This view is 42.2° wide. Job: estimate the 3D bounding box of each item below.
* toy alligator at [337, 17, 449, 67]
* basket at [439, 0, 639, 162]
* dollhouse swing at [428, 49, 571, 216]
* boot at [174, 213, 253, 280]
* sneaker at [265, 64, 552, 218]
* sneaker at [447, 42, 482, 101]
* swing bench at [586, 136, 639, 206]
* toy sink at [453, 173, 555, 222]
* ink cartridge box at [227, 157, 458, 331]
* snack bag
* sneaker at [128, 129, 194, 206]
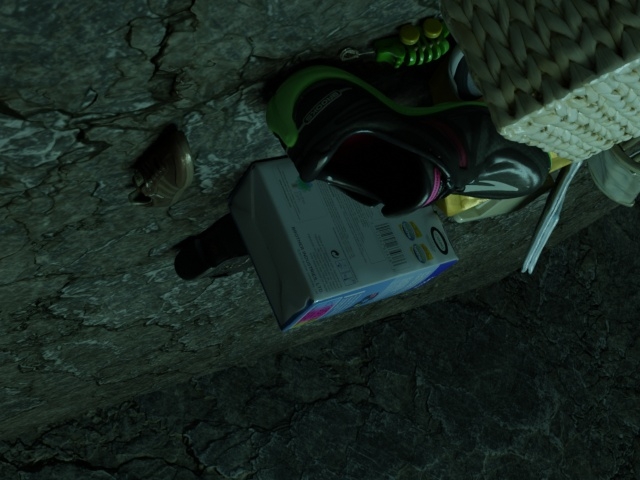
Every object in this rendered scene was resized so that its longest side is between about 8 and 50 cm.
[{"bbox_3d":[0.119,-0.270,1.183,0.190,0.051,0.056,-20,164,-16],"label":"toy alligator"},{"bbox_3d":[0.295,-0.281,0.896,0.266,0.331,0.328,-30,164,27],"label":"basket"},{"bbox_3d":[0.316,-0.265,1.502,0.347,0.305,0.315,-24,-154,-3],"label":"dollhouse swing"},{"bbox_3d":[-0.157,0.011,1.681,0.263,0.091,0.229,-25,171,15],"label":"boot"},{"bbox_3d":[0.145,-0.111,1.241,0.483,0.202,0.185,6,141,-26],"label":"sneaker"},{"bbox_3d":[0.286,-0.268,1.192,0.101,0.153,0.268,-9,148,-31],"label":"sneaker"},{"bbox_3d":[0.674,-0.236,1.764,0.254,0.165,0.253,-55,164,-5],"label":"swing bench"},{"bbox_3d":[0.381,-0.147,1.824,0.234,0.153,0.131,-10,159,-41],"label":"toy sink"},{"bbox_3d":[0.068,-0.025,1.517,0.395,0.270,0.151,-15,164,-32],"label":"ink cartridge box"},{"bbox_3d":[0.553,-0.135,1.866,0.323,0.037,0.342,-54,163,-46],"label":"snack bag"},{"bbox_3d":[-0.234,-0.093,1.206,0.071,0.066,0.188,-16,162,-25],"label":"sneaker"}]
